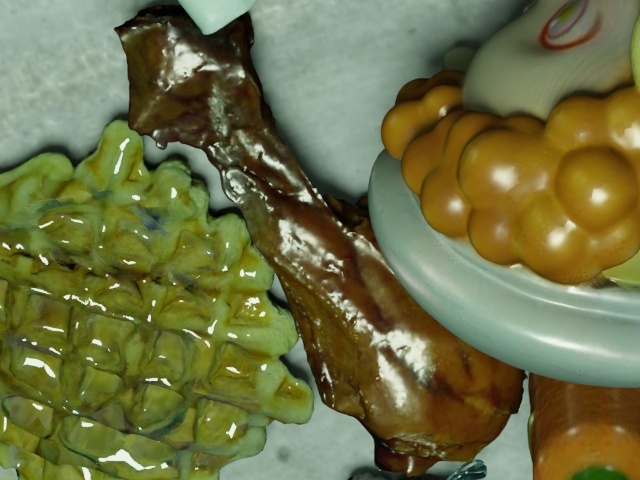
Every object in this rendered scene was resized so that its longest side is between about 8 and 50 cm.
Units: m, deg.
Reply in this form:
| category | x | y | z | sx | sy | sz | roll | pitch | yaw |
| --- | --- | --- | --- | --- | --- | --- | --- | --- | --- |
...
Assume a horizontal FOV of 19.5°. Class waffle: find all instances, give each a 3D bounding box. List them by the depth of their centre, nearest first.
| category | x | y | z | sx | sy | sz | roll | pitch | yaw |
| --- | --- | --- | --- | --- | --- | --- | --- | --- | --- |
| waffle | -0.117 | 0.053 | 1.017 | 0.204 | 0.054 | 0.223 | -25 | 110 | 13 |

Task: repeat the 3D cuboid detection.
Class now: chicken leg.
| category | x | y | z | sx | sy | sz | roll | pitch | yaw |
| --- | --- | --- | --- | --- | --- | --- | --- | --- | --- |
| chicken leg | 0.000 | 0.000 | 0.963 | 0.113 | 0.093 | 0.304 | -46 | 107 | -18 |

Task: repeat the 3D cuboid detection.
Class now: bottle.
| category | x | y | z | sx | sy | sz | roll | pitch | yaw |
| --- | --- | --- | --- | --- | --- | --- | --- | --- | --- |
| bottle | 0.141 | 0.116 | 0.959 | 0.069 | 0.187 | 0.069 | 2 | 114 | 5 |

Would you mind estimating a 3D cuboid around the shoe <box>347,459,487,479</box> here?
| category | x | y | z | sx | sy | sz | roll | pitch | yaw |
| --- | --- | --- | --- | --- | --- | --- | --- | --- | --- |
| shoe | 0.077 | 0.222 | 1.062 | 0.106 | 0.091 | 0.207 | -11 | 110 | 14 |

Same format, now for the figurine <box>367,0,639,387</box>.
| category | x | y | z | sx | sy | sz | roll | pitch | yaw |
| --- | --- | --- | --- | --- | --- | --- | --- | --- | --- |
| figurine | 0.200 | -0.088 | 0.844 | 0.205 | 0.224 | 0.382 | 39 | 110 | -18 |

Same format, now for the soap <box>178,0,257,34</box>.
| category | x | y | z | sx | sy | sz | roll | pitch | yaw |
| --- | --- | --- | --- | --- | --- | --- | --- | --- | --- |
| soap | -0.068 | -0.250 | 0.857 | 0.160 | 0.087 | 0.265 | -34 | 109 | 15 |
